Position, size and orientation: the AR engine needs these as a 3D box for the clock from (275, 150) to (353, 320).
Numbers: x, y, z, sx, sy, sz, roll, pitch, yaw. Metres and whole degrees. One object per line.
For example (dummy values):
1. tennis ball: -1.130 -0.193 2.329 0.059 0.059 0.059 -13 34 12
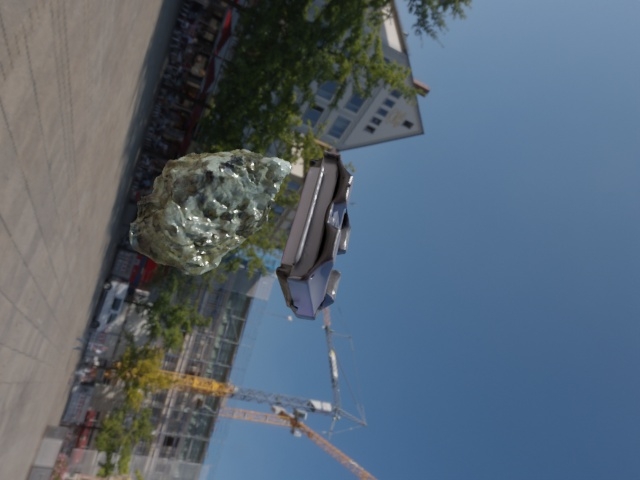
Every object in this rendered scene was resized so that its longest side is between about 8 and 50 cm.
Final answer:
1. clock: 0.000 0.000 0.738 0.186 0.083 0.253 84 19 -62

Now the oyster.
1. oyster: -0.119 -0.044 0.470 0.177 0.125 0.064 -59 -167 -22
